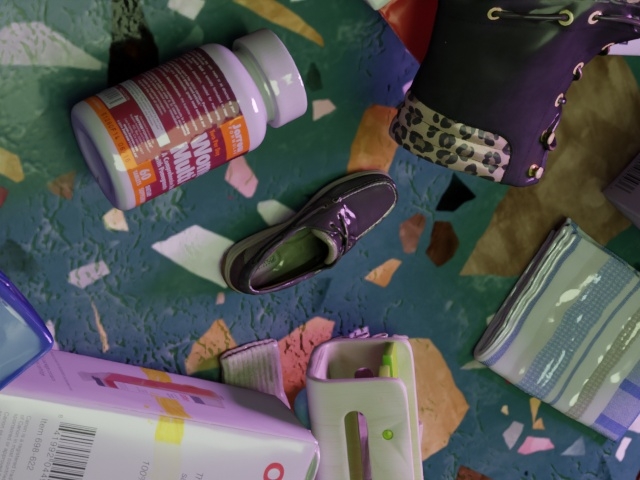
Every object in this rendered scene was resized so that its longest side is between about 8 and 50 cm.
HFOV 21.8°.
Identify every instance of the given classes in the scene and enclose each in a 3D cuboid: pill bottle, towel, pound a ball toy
[{"bbox_3d":[-0.133,-0.128,1.695,0.221,0.121,0.121,-27,119,-15],"label":"pill bottle"},{"bbox_3d":[0.340,0.120,2.079,0.285,0.034,0.209,32,94,-32],"label":"towel"},{"bbox_3d":[0.049,0.267,1.896,0.136,0.208,0.319,-3,109,7],"label":"pound a ball toy"}]

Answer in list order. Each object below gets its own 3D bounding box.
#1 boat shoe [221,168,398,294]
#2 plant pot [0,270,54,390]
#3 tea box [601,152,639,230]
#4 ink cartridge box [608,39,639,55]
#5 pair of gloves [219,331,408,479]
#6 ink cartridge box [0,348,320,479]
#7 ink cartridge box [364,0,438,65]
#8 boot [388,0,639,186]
[{"bbox_3d":[-0.001,-0.001,1.837,0.224,0.073,0.080,-29,120,-13],"label":"boat shoe"},{"bbox_3d":[-0.422,0.063,1.566,0.236,0.236,0.212,-38,114,-10],"label":"plant pot"},{"bbox_3d":[0.583,-0.059,1.975,0.323,0.220,0.329,40,93,-18],"label":"tea box"},{"bbox_3d":[0.341,-0.309,1.881,0.235,0.088,0.193,-1,109,-26],"label":"ink cartridge box"},{"bbox_3d":[-0.008,0.207,1.934,0.240,0.042,0.204,-6,112,-24],"label":"pair of gloves"},{"bbox_3d":[-0.232,0.281,1.761,0.385,0.160,0.279,14,102,-24],"label":"ink cartridge box"},{"bbox_3d":[0.164,-0.342,1.733,0.296,0.066,0.261,-39,109,5],"label":"ink cartridge box"},{"bbox_3d":[0.269,-0.198,1.759,0.377,0.138,0.284,7,122,-25],"label":"boot"}]
